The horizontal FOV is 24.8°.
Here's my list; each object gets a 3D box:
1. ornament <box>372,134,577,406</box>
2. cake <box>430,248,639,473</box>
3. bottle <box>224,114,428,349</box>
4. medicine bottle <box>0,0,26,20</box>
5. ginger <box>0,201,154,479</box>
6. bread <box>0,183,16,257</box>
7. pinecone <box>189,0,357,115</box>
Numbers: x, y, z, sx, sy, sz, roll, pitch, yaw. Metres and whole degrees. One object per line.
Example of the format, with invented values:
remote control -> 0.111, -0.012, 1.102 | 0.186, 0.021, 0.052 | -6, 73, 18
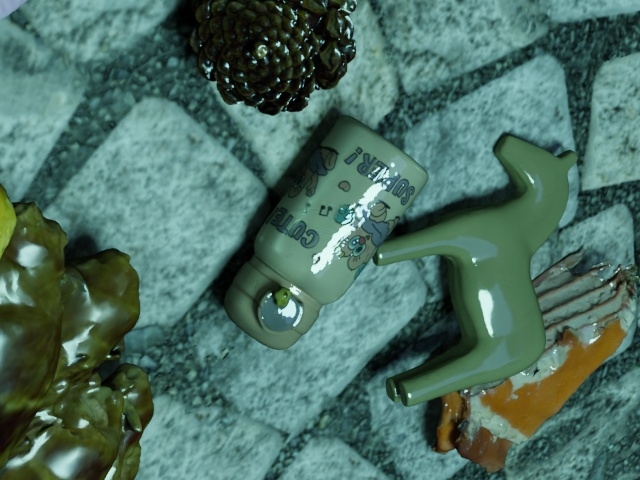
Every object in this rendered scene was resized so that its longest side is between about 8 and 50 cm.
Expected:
ornament -> 0.161, 0.021, 1.419 | 0.244, 0.061, 0.230 | -16, 97, -21
cake -> 0.217, 0.114, 1.509 | 0.287, 0.098, 0.135 | -47, 132, -6
bottle -> 0.000, 0.000, 1.278 | 0.097, 0.110, 0.209 | 35, 90, -12
medicine bottle -> -0.308, -0.299, 0.815 | 0.219, 0.219, 0.388 | -34, 130, -17
ginger -> -0.247, 0.133, 1.137 | 0.274, 0.152, 0.358 | -23, 127, -26
bread -> -0.333, -0.035, 0.884 | 0.167, 0.294, 0.132 | 42, 64, -47
pinecone -> -0.036, -0.171, 1.156 | 0.121, 0.140, 0.140 | -42, 141, -56
